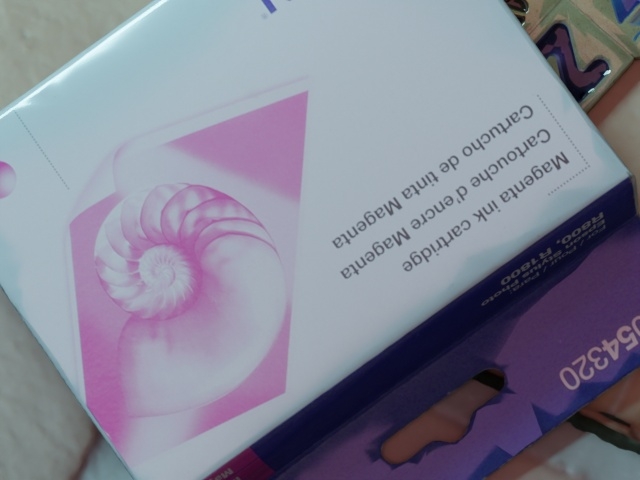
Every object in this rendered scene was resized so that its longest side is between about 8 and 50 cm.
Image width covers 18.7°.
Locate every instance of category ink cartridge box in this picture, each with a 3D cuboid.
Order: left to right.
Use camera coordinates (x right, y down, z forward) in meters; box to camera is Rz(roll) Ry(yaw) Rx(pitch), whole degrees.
[{"bbox_3d":[0.000,0.000,1.095,0.324,0.071,0.330,-36,84,-1],"label":"ink cartridge box"}]

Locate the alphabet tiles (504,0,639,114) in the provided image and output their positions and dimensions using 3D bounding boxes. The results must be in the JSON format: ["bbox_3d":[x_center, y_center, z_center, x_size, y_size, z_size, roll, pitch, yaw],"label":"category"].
[{"bbox_3d":[0.079,-0.240,1.153,0.342,0.011,0.285,42,87,4],"label":"alphabet tiles"}]
